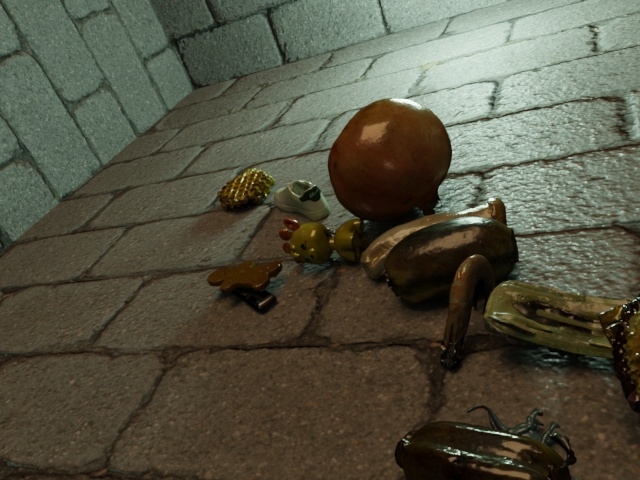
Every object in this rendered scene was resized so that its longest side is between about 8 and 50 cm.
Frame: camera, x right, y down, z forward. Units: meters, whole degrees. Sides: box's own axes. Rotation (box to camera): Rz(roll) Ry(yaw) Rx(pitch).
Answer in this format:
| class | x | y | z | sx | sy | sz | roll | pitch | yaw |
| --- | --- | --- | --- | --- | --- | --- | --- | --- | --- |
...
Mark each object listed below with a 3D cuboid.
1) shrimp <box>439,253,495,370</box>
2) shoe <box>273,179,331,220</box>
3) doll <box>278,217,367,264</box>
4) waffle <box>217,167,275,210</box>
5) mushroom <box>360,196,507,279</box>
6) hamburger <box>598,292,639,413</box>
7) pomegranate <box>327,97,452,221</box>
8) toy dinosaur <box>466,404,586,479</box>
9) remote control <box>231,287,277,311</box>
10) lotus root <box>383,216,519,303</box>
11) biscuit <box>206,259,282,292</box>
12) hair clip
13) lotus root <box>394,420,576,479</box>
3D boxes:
| class | x | y | z | sx | sy | sz | roll | pitch | yaw |
| --- | --- | --- | --- | --- | --- | --- | --- | --- | --- |
| shrimp | 0.274 | 0.135 | 1.073 | 0.046 | 0.152 | 0.219 | 11 | 84 | 39 |
| shoe | -0.069 | -0.144 | 1.760 | 0.095 | 0.110 | 0.265 | -38 | 35 | -22 |
| doll | 0.000 | 0.000 | 1.458 | 0.221 | 0.142 | 0.135 | -1 | 38 | 21 |
| waffle | -0.256 | -0.170 | 1.973 | 0.193 | 0.070 | 0.197 | 11 | 47 | 45 |
| mushroom | 0.259 | -0.005 | 1.324 | 0.352 | 0.095 | 0.122 | -20 | 47 | 9 |
| hamburger | 0.519 | 0.146 | 0.772 | 0.243 | 0.138 | 0.261 | -25 | 69 | 3 |
| pomegranate | 0.190 | -0.194 | 1.484 | 0.339 | 0.338 | 0.338 | -17 | 30 | 10 |
| toy dinosaur | 0.306 | 0.292 | 0.853 | 0.080 | 0.045 | 0.197 | -42 | 43 | -19 |
| remote control | -0.184 | 0.130 | 1.474 | 0.059 | 0.028 | 0.212 | -38 | 33 | -22 |
| lotus root | 0.268 | 0.034 | 1.192 | 0.275 | 0.151 | 0.160 | -15 | 23 | 13 |
| biscuit | -0.201 | 0.095 | 1.483 | 0.205 | 0.031 | 0.138 | -3 | 28 | 27 |
| hair clip | 0.440 | 0.148 | 0.956 | 0.322 | 0.091 | 0.138 | 8 | 42 | 27 |
| lotus root | 0.222 | 0.320 | 0.793 | 0.241 | 0.122 | 0.124 | -2 | 23 | 41 |
